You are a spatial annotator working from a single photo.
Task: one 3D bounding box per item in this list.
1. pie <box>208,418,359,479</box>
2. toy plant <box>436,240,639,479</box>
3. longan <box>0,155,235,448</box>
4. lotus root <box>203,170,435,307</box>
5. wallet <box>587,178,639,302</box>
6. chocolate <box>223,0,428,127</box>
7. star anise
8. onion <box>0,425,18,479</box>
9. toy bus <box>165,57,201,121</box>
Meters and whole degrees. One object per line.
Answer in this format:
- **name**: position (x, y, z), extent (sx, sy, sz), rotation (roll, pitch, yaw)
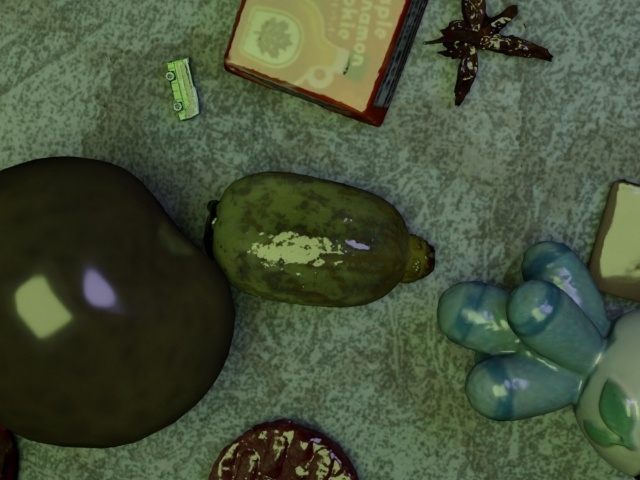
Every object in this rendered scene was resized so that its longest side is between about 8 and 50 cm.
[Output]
- **pie**: position (-0.047, 0.355, 1.682), extent (0.219, 0.054, 0.204), rotation (32, 102, 6)
- **toy plant**: position (0.305, 0.137, 1.510), extent (0.332, 0.247, 0.247), rotation (25, 101, 7)
- **longan**: position (-0.317, 0.084, 1.544), extent (0.405, 0.336, 0.404), rotation (3, 111, 9)
- **lotus root**: position (0.000, 0.000, 1.582), extent (0.310, 0.173, 0.173), rotation (7, 99, 1)
- **wallet**: position (0.418, 0.004, 1.564), extent (0.118, 0.039, 0.152), rotation (18, 103, 10)
- **chocolate**: position (0.008, -0.294, 1.559), extent (0.235, 0.108, 0.237), rotation (22, 99, 5)
- **star anise**: position (0.200, -0.259, 1.516), extent (0.140, 0.144, 0.158), rotation (-35, 90, 4)
- **onion**: position (-0.509, 0.291, 1.716), extent (0.218, 0.140, 0.195), rotation (-41, 83, 9)
- **toy bus**: position (-0.188, -0.207, 1.642), extent (0.037, 0.031, 0.083), rotation (-13, 95, 1)
